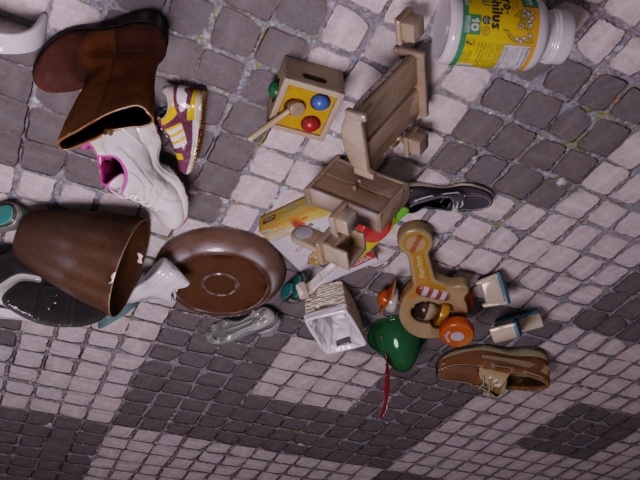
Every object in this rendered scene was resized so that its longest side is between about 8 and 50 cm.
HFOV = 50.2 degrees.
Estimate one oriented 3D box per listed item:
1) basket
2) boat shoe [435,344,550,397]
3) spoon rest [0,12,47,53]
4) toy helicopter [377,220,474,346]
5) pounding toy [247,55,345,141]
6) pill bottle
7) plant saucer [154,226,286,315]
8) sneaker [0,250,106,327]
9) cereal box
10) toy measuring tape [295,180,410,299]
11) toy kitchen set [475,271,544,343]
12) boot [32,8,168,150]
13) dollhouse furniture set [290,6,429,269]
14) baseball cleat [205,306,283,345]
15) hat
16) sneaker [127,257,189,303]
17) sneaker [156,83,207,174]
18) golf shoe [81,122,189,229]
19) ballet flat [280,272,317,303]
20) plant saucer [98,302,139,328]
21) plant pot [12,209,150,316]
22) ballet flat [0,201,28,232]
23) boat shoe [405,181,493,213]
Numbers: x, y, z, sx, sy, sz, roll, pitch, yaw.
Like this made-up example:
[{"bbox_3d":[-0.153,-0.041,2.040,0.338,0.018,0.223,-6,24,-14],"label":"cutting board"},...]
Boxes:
[{"bbox_3d":[0.036,0.190,1.695,0.113,0.103,0.167,-15,138,13],"label":"basket"},{"bbox_3d":[0.489,0.370,1.911,0.323,0.120,0.123,-3,138,-1],"label":"boat shoe"},{"bbox_3d":[-0.579,-0.353,1.066,0.276,0.084,0.137,11,136,-17],"label":"spoon rest"},{"bbox_3d":[0.231,0.100,1.620,0.234,0.140,0.355,-6,128,16],"label":"toy helicopter"},{"bbox_3d":[-0.045,-0.238,1.214,0.141,0.100,0.130,12,136,-17],"label":"pounding toy"},{"bbox_3d":[0.297,-0.339,1.113,0.208,0.118,0.118,4,138,-7],"label":"pill bottle"},{"bbox_3d":[-0.235,0.089,1.608,0.310,0.050,0.311,-2,139,-1],"label":"plant saucer"},{"bbox_3d":[-0.725,0.115,1.563,0.447,0.169,0.257,13,160,-31],"label":"sneaker"},{"bbox_3d":[0.000,0.000,1.522,0.172,0.047,0.240,-24,134,22],"label":"cereal box"},{"bbox_3d":[0.046,-0.012,1.402,0.330,0.121,0.121,-42,128,14],"label":"toy measuring tape"},{"bbox_3d":[0.479,0.158,1.721,0.122,0.166,0.207,-18,173,16],"label":"toy kitchen set"},{"bbox_3d":[-0.361,-0.228,1.070,0.264,0.281,0.096,-12,137,9],"label":"boot"},{"bbox_3d":[0.040,-0.184,1.196,0.173,0.303,0.356,23,145,29],"label":"dollhouse furniture set"},{"bbox_3d":[-0.191,0.233,1.754,0.205,0.072,0.109,-20,145,25],"label":"baseball cleat"},{"bbox_3d":[0.216,0.328,1.799,0.172,0.184,0.209,-9,138,5],"label":"hat"},{"bbox_3d":[-0.375,0.114,1.557,0.094,0.080,0.212,37,141,-23],"label":"sneaker"},{"bbox_3d":[-0.262,-0.207,1.268,0.083,0.070,0.186,13,130,-5],"label":"sneaker"},{"bbox_3d":[-0.348,-0.117,1.287,0.115,0.140,0.306,16,144,30],"label":"golf shoe"},{"bbox_3d":[-0.042,0.114,1.596,0.070,0.070,0.188,11,170,-15],"label":"ballet flat"},{"bbox_3d":[-0.488,0.168,1.642,0.119,0.119,0.021,-26,104,23],"label":"plant saucer"},{"bbox_3d":[-0.504,0.022,1.421,0.230,0.215,0.215,18,136,-1],"label":"plant pot"},{"bbox_3d":[-0.709,-0.032,1.430,0.213,0.072,0.068,-10,168,11],"label":"ballet flat"},{"bbox_3d":[0.268,-0.077,1.441,0.205,0.065,0.075,4,138,-8],"label":"boat shoe"}]
